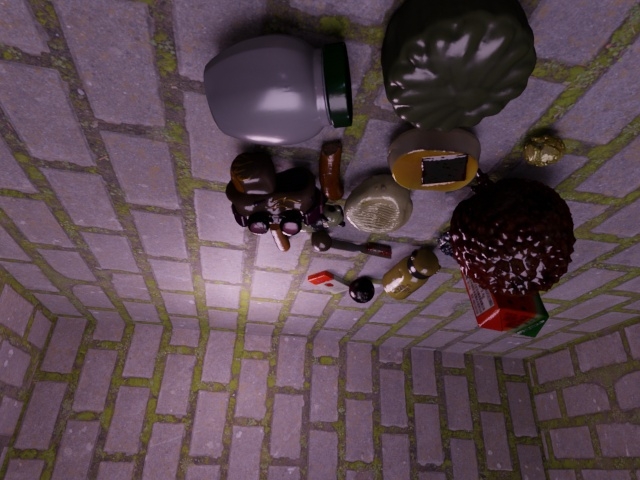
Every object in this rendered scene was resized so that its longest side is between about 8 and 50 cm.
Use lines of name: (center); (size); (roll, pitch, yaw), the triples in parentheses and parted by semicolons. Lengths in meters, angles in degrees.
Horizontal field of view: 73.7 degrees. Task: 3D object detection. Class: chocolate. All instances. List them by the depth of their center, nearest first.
chocolate: (0.922, 0.275, 2.133); (0.342, 0.360, 0.161); (11, 137, -16)

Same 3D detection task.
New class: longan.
longan: (0.000, 0.000, 1.959); (0.113, 0.092, 0.113); (43, 171, 8)

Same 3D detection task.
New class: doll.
doll: (-0.008, -0.101, 1.713); (0.234, 0.135, 0.143); (-7, 152, 28)

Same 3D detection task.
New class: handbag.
handbag: (0.652, -0.003, 1.884); (0.162, 0.113, 0.260); (20, 140, -41)

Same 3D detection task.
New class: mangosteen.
mangosteen: (0.231, 0.279, 2.414); (0.153, 0.152, 0.152); (2, 151, 1)

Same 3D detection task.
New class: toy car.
toy car: (-0.164, -0.184, 1.505); (0.341, 0.271, 0.240); (-2, 131, 1)

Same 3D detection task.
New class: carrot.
carrot: (-0.186, -0.014, 1.974); (0.067, 0.067, 0.225); (-2, 149, 8)

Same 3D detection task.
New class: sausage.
sausage: (0.040, -0.231, 1.522); (0.076, 0.103, 0.302); (31, 156, 19)

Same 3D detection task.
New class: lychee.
lychee: (0.672, -0.037, 1.530); (0.425, 0.499, 0.424); (-23, -173, 3)

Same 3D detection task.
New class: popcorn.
popcorn: (0.712, -0.293, 1.365); (0.106, 0.116, 0.121); (58, 168, -24)

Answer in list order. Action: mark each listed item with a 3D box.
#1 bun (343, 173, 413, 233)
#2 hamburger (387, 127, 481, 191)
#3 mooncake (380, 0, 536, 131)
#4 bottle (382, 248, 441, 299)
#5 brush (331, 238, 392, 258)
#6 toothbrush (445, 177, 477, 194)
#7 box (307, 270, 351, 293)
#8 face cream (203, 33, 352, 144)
bun: (0.227, -0.144, 1.614); (0.259, 0.160, 0.259); (9, 138, 8)
hamburger: (0.365, -0.270, 1.382); (0.296, 0.151, 0.227); (7, 145, 0)
mooncake: (0.327, -0.430, 1.042); (0.357, 0.194, 0.356); (3, 151, 2)
bottle: (0.459, 0.164, 2.136); (0.172, 0.171, 0.351); (11, 151, -15)
brush: (0.196, 0.032, 2.037); (0.321, 0.060, 0.050); (10, 138, -15)
toothbrush: (0.545, -0.207, 1.615); (0.011, 0.014, 0.167); (15, 150, -39)
box: (0.057, 0.243, 2.454); (0.139, 0.035, 0.245); (-21, 145, 36)
face cream: (-0.100, -0.386, 1.123); (0.357, 0.219, 0.312); (-3, 150, 9)
